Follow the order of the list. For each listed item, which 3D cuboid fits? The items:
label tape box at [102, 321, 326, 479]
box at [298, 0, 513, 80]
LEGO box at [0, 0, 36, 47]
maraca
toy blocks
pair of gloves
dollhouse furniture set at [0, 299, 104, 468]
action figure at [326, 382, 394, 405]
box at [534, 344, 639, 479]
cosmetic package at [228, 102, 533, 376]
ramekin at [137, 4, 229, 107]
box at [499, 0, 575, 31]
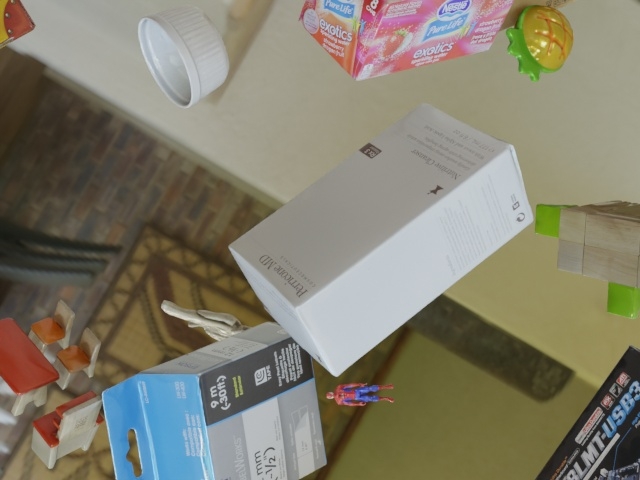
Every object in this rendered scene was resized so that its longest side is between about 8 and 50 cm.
[{"bbox_3d":[-0.160,0.301,1.686,0.115,0.249,0.347,6,-161,44],"label":"label tape box"},{"bbox_3d":[0.118,-0.307,1.350,0.257,0.128,0.123,-19,148,-37],"label":"box"},{"bbox_3d":[-0.710,-0.419,1.502,0.193,0.500,0.372,-10,-153,41],"label":"LEGO box"},{"bbox_3d":[0.390,-0.355,1.894,0.099,0.127,0.185,-26,-170,47],"label":"maraca"},{"bbox_3d":[0.556,0.005,1.598,0.381,0.261,0.191,14,-72,49],"label":"toy blocks"},{"bbox_3d":[-0.207,0.180,2.221,0.042,0.204,0.240,-69,157,-12],"label":"pair of gloves"},{"bbox_3d":[-0.459,0.220,1.683,0.262,0.259,0.135,-23,147,-44],"label":"dollhouse furniture set"},{"bbox_3d":[0.066,0.257,1.766,0.030,0.115,0.038,179,-90,-78],"label":"action figure"},{"bbox_3d":[0.414,0.331,1.301,0.295,0.073,0.293,-58,-140,12],"label":"box"},{"bbox_3d":[0.088,-0.010,1.533,0.385,0.156,0.217,-37,-141,-15],"label":"cosmetic package"},{"bbox_3d":[-0.281,-0.391,2.203,0.109,0.207,0.207,-31,176,-24],"label":"ramekin"},{"bbox_3d":[0.384,-0.486,1.925,0.201,0.164,0.021,-24,-146,-18],"label":"box"}]
